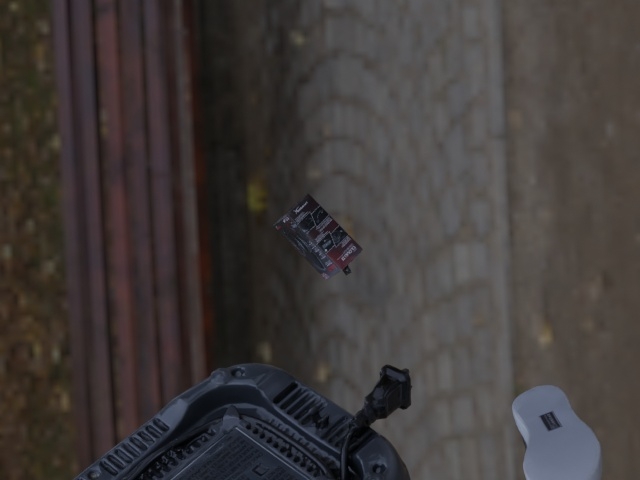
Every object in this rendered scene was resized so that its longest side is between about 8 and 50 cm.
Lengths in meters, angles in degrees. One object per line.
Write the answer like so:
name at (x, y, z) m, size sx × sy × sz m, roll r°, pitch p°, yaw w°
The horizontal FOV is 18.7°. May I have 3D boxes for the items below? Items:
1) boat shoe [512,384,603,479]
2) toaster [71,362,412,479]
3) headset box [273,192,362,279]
boat shoe at (0.150, 0.135, 1.205) m, size 0.142 × 0.049 × 0.040 m, roll -95°, pitch -13°, yaw -70°
toaster at (-0.041, 0.161, 0.838) m, size 0.129 × 0.227 × 0.146 m, roll 30°, pitch 147°, yaw 36°
headset box at (0.000, 0.000, 1.837) m, size 0.083 × 0.032 × 0.062 m, roll 47°, pitch 163°, yaw -3°
